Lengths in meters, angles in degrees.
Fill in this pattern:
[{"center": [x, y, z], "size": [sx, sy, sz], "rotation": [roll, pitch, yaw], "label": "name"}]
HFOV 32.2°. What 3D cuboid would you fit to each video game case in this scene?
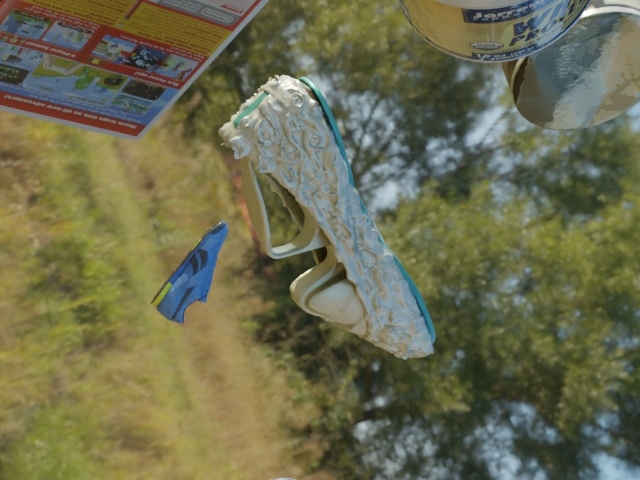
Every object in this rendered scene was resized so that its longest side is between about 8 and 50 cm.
[{"center": [-0.164, -0.191, 0.926], "size": [0.204, 0.285, 0.025], "rotation": [10, 51, -42], "label": "video game case"}]

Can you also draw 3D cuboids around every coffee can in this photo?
[{"center": [0.314, -0.313, 1.465], "size": [0.201, 0.201, 0.275], "rotation": [74, 3, -52], "label": "coffee can"}]

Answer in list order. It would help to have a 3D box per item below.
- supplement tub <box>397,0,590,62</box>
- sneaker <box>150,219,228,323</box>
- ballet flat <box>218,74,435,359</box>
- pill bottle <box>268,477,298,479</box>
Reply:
[{"center": [0.164, -0.315, 1.077], "size": [0.316, 0.228, 0.228], "rotation": [23, 46, -78], "label": "supplement tub"}, {"center": [-0.225, 0.060, 2.067], "size": [0.082, 0.209, 0.069], "rotation": [37, -4, -6], "label": "sneaker"}, {"center": [0.000, 0.000, 1.285], "size": [0.409, 0.147, 0.147], "rotation": [63, 2, -28], "label": "ballet flat"}, {"center": [-0.047, 0.349, 1.140], "size": [0.215, 0.117, 0.117], "rotation": [-80, 156, -58], "label": "pill bottle"}]
